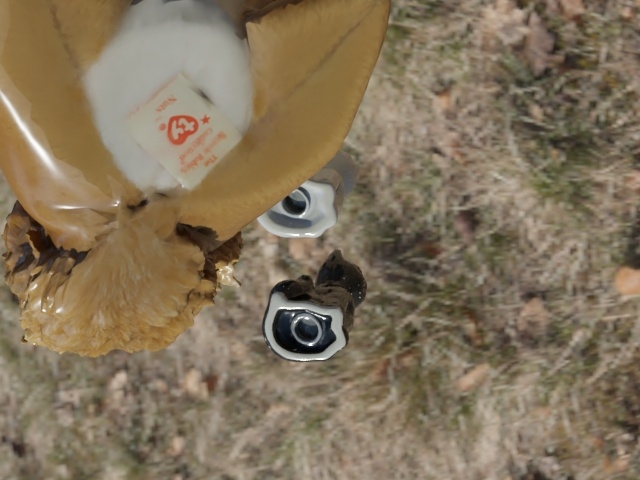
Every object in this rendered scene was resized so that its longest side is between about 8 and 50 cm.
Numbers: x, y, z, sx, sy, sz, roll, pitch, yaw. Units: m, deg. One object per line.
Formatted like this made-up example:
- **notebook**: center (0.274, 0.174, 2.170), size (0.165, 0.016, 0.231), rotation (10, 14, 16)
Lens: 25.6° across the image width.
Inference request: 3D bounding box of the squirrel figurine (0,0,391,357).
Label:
- **squirrel figurine**: center (-0.161, -0.115, 1.113), size (0.370, 0.281, 0.397), rotation (-130, 48, -60)

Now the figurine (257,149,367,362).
- **figurine**: center (0.000, 0.000, 1.516), size (0.092, 0.209, 0.215), rotation (-1, 102, 14)
